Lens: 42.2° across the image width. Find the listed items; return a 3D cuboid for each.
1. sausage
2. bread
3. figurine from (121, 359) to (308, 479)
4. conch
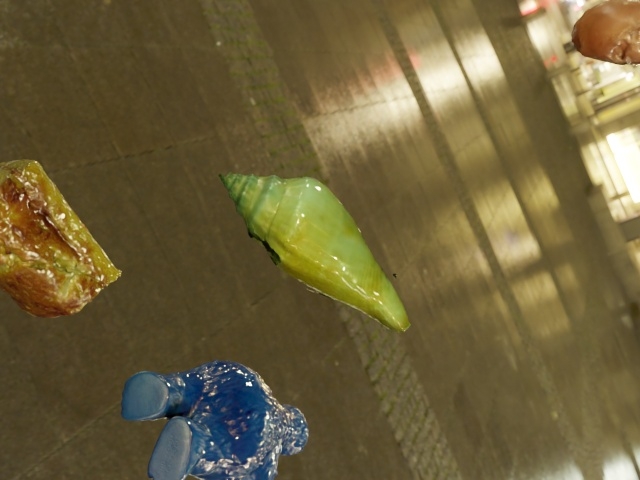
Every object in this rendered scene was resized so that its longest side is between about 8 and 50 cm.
[{"bbox_3d":[0.378,-0.177,0.722,0.078,0.304,0.078,9,90,-82],"label":"sausage"},{"bbox_3d":[-0.326,0.000,0.924,0.103,0.132,0.172,-56,129,-38],"label":"bread"},{"bbox_3d":[-0.085,0.192,0.875,0.164,0.120,0.262,61,18,15],"label":"figurine"},{"bbox_3d":[-0.004,0.001,0.731,0.201,0.079,0.095,47,4,-16],"label":"conch"}]
